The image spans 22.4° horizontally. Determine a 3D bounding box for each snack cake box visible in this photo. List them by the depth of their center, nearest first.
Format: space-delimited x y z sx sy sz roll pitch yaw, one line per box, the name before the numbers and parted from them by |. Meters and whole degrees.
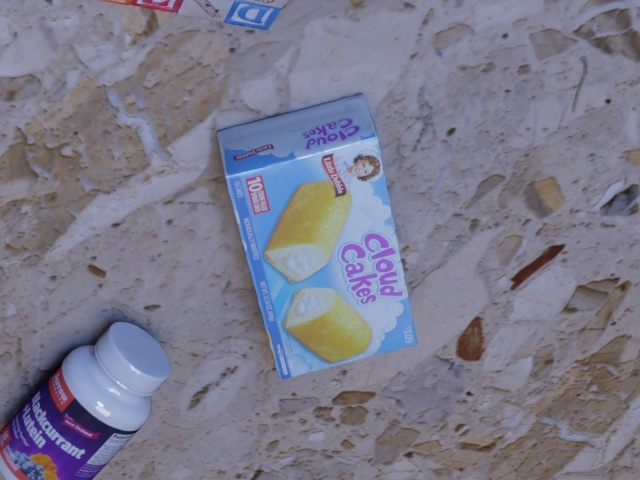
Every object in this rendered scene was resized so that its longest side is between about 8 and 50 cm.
snack cake box | 0.000 0.000 1.618 0.152 0.089 0.264 -14 126 -1

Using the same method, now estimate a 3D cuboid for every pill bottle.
pill bottle | -0.244 0.178 1.677 0.108 0.108 0.193 32 112 -28

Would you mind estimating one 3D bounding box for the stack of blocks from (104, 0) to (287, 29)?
stack of blocks | -0.159 -0.276 1.348 0.297 0.087 0.171 8 157 -17
